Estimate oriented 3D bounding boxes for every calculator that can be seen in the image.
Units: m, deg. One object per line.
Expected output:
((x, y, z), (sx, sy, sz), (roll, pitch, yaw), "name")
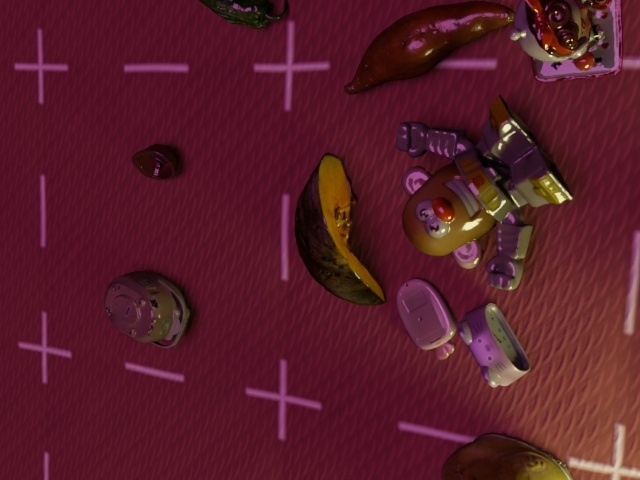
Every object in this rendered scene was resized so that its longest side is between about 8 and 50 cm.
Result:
((0.206, 0.152, 1.833), (0.103, 0.024, 0.165), (-34, 78, 28), "calculator")

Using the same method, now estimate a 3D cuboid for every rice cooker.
((-0.391, 0.152, 2.121), (0.206, 0.127, 0.145), (31, 111, 32), "rice cooker")

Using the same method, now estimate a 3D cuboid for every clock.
((0.315, 0.190, 1.725), (0.050, 0.110, 0.152), (-35, 78, 30), "clock")

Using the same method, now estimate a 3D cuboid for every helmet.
((-0.357, -0.184, 2.098), (0.111, 0.057, 0.089), (-1, 138, 35), "helmet")

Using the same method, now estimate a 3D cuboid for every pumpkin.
((0.000, 0.000, 1.849), (0.148, 0.169, 0.312), (-22, 85, 28), "pumpkin")

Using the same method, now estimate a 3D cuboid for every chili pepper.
((-0.190, -0.503, 1.954), (0.257, 0.100, 0.074), (36, 136, 20), "chili pepper")

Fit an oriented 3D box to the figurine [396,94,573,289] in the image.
((0.271, -0.082, 1.680), (0.285, 0.167, 0.342), (-35, 57, 21), "figurine")

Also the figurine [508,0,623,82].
((0.385, -0.359, 1.551), (0.160, 0.226, 0.183), (-1, 95, 31), "figurine")

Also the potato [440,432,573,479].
((0.333, 0.506, 1.708), (0.246, 0.196, 0.299), (-35, 76, 27), "potato")

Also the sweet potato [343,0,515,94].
((0.178, -0.362, 1.741), (0.359, 0.112, 0.112), (-27, 82, 33), "sweet potato")
